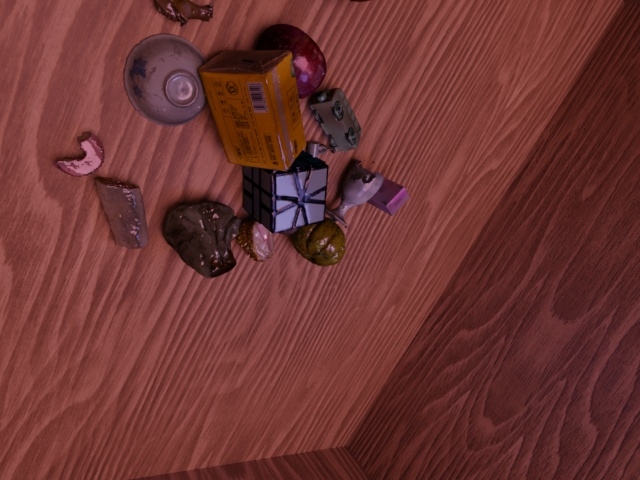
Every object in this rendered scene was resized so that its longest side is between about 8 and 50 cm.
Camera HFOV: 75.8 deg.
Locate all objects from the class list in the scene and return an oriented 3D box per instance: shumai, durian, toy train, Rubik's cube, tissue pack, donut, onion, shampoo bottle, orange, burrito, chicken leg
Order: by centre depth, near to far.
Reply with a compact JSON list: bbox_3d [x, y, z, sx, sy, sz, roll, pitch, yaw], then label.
[{"bbox_3d":[-0.452,-0.774,1.371,0.196,0.080,0.125,15,94,-44],"label":"chicken leg"},{"bbox_3d":[-0.805,-0.283,1.407,0.166,0.065,0.117,-43,133,-7],"label":"donut"},{"bbox_3d":[-0.235,-0.481,1.526,0.382,0.292,0.228,81,27,-43],"label":"tissue pack"},{"bbox_3d":[-0.734,-0.108,1.549,0.143,0.105,0.300,-16,127,-25],"label":"burrito"},{"bbox_3d":[-0.118,-0.694,1.570,0.230,0.256,0.273,32,72,-60],"label":"onion"},{"bbox_3d":[-0.465,0.015,1.689,0.309,0.264,0.304,-38,146,12],"label":"shumai"},{"bbox_3d":[-0.158,-0.230,1.798,0.288,0.283,0.294,-12,120,-31],"label":"Rubik's cube"},{"bbox_3d":[0.077,-0.553,1.863,0.326,0.129,0.160,51,47,-44],"label":"toy train"},{"bbox_3d":[-0.309,-0.004,1.933,0.137,0.183,0.250,-19,133,13],"label":"durian"},{"bbox_3d":[-0.040,-0.372,1.960,0.056,0.056,0.195,-12,123,-32],"label":"shampoo bottle"},{"bbox_3d":[0.000,0.000,2.057,0.223,0.300,0.301,-53,160,-18],"label":"orange"},{"bbox_3d":[0.334,-0.253,2.198,0.148,0.246,0.092,-46,133,-7],"label":"tissue pack"}]

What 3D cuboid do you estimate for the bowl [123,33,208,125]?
[{"bbox_3d":[-0.503,-0.537,1.430,0.313,0.146,0.314,-19,127,-27],"label":"bowl"}]

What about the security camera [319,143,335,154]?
[{"bbox_3d":[0.023,-0.437,1.978,0.092,0.058,0.058,-17,127,-20],"label":"security camera"}]

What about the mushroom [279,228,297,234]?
[{"bbox_3d":[-0.178,-0.085,1.942,0.141,0.188,0.117,-39,137,-32],"label":"mushroom"}]

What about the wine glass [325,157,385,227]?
[{"bbox_3d":[0.172,-0.245,2.120,0.357,0.190,0.190,-53,135,5],"label":"wine glass"}]
